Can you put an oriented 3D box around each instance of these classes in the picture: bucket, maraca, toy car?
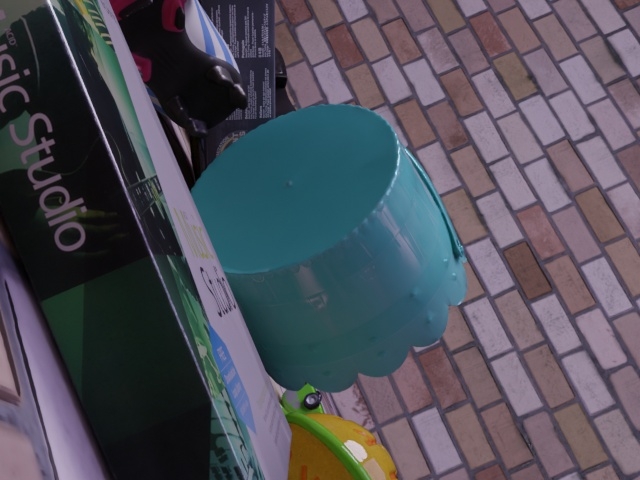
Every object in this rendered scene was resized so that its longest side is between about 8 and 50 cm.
[{"bbox_3d":[0.000,0.000,0.900,0.183,0.281,0.281,61,3,-41],"label":"bucket"},{"bbox_3d":[-0.001,0.198,0.733,0.185,0.099,0.127,26,-44,48],"label":"maraca"},{"bbox_3d":[-0.006,0.252,1.065,0.225,0.053,0.239,-115,-177,-47],"label":"toy car"}]

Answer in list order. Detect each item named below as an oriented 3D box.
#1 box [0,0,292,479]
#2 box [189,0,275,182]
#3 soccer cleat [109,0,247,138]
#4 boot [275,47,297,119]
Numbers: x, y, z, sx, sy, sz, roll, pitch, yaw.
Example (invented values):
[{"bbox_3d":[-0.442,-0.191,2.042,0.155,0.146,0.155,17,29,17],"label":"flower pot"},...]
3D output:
[{"bbox_3d":[-0.102,-0.011,0.451,0.232,0.058,0.322,127,-61,-88],"label":"box"},{"bbox_3d":[-0.122,-0.225,1.095,0.318,0.097,0.395,-119,-153,-60],"label":"box"},{"bbox_3d":[-0.171,-0.213,0.777,0.143,0.116,0.331,53,-3,23],"label":"soccer cleat"},{"bbox_3d":[-0.113,-0.150,1.451,0.280,0.096,0.264,119,-41,-61],"label":"boot"}]
